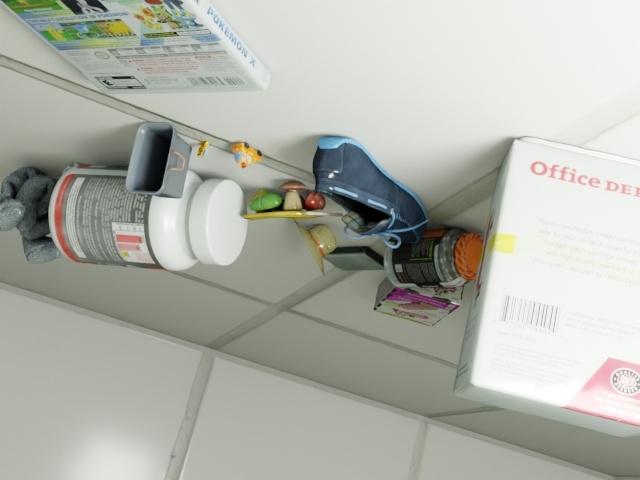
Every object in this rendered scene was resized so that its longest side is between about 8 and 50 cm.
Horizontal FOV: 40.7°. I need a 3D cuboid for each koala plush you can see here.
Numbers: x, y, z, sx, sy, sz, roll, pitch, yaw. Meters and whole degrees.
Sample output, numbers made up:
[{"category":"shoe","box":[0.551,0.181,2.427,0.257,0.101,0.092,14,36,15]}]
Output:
[{"category":"koala plush","box":[-0.585,-0.089,1.938,0.221,0.203,0.196,-13,141,13]}]

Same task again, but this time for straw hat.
[{"category":"straw hat","box":[0.000,0.000,1.850,0.061,0.145,0.144,-28,156,-2]}]

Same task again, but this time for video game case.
[{"category":"video game case","box":[-0.280,-0.308,1.256,0.328,0.036,0.300,5,159,29]}]

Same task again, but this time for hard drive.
[{"category":"hard drive","box":[0.078,0.043,1.985,0.135,0.022,0.094,-3,154,41]}]

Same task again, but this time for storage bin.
[{"category":"storage bin","box":[-0.287,-0.140,1.600,0.098,0.135,0.091,5,170,25]}]

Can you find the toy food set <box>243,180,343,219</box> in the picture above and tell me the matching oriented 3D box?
[{"category":"toy food set","box":[-0.060,-0.079,1.700,0.217,0.071,0.128,-2,179,45]}]

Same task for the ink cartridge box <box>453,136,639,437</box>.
[{"category":"ink cartridge box","box":[0.380,0.071,1.298,0.279,0.385,0.160,14,164,3]}]

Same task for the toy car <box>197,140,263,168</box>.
[{"category":"toy car","box":[-0.169,-0.153,1.595,0.122,0.041,0.060,2,157,31]}]

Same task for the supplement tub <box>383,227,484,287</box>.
[{"category":"supplement tub","box":[0.229,0.036,1.712,0.190,0.117,0.117,-4,153,44]}]

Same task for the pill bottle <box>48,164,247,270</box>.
[{"category":"pill bottle","box":[-0.349,-0.046,1.761,0.362,0.210,0.210,4,158,22]}]

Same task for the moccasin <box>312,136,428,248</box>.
[{"category":"moccasin","box":[0.076,-0.061,1.552,0.137,0.117,0.342,-1,155,39]}]

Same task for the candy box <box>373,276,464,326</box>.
[{"category":"candy box","box":[0.230,0.131,2.046,0.159,0.071,0.233,16,161,-4]}]
